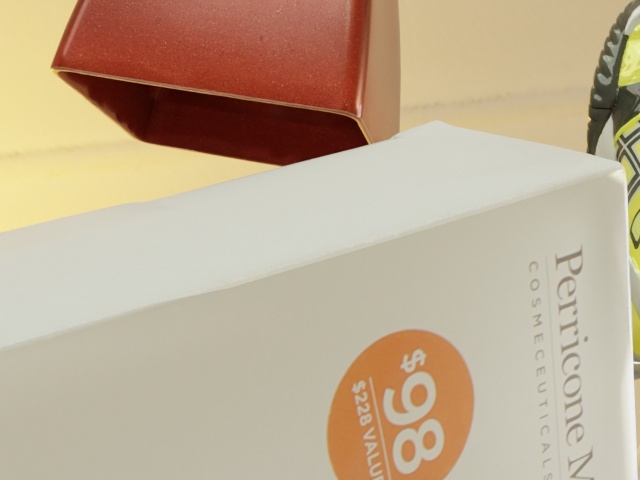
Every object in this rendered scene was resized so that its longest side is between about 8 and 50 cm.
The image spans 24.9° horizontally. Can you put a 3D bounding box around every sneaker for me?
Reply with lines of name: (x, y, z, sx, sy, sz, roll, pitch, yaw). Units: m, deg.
sneaker: (0.338, -0.055, 1.375, 0.145, 0.147, 0.385, 17, -105, -47)

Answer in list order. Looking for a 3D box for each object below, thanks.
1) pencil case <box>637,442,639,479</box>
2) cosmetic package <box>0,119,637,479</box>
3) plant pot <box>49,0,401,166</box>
pencil case: (0.424, 0.236, 1.519, 0.160, 0.183, 0.410, 46, -117, -31)
cosmetic package: (-0.039, 0.181, 0.408, 0.284, 0.097, 0.377, -18, -69, -31)
plant pot: (-0.053, -0.210, 1.308, 0.267, 0.267, 0.236, 10, -98, 11)
